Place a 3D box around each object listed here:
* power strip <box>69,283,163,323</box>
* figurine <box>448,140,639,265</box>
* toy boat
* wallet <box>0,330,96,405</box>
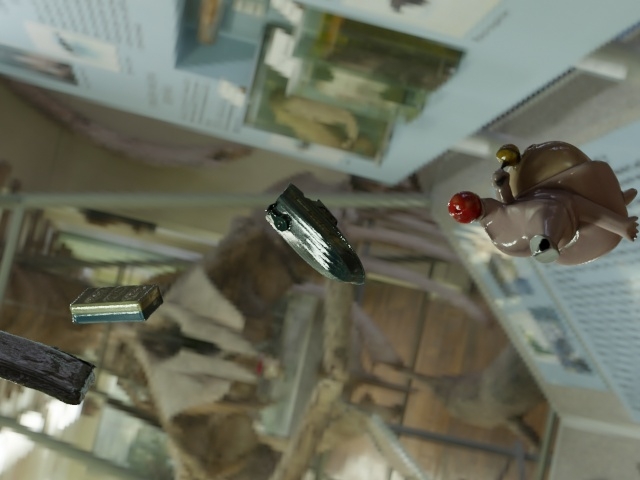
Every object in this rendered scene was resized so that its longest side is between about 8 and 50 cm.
[{"bbox_3d":[-0.278,0.086,1.726,0.056,0.123,0.032,-48,-52,-56],"label":"power strip"},{"bbox_3d":[0.302,-0.050,1.671,0.176,0.287,0.186,-21,87,42],"label":"figurine"},{"bbox_3d":[0.000,0.000,1.469,0.060,0.141,0.055,-36,-13,-43],"label":"toy boat"},{"bbox_3d":[-0.393,0.118,1.435,0.146,0.285,0.030,-100,31,-79],"label":"wallet"}]
